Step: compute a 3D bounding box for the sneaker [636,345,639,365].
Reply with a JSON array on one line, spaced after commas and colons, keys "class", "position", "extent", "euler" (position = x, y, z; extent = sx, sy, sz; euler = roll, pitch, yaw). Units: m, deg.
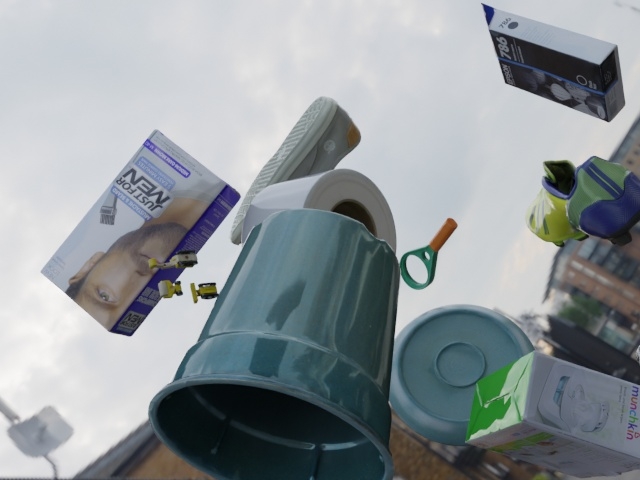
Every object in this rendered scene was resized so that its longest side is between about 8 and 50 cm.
[{"class": "sneaker", "position": [0.804, 0.306, 1.938], "extent": [0.071, 0.170, 0.068], "euler": [-8, -44, -5]}]

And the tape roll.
[{"class": "tape roll", "position": [0.000, 0.000, 1.526], "extent": [0.246, 0.169, 0.246], "euler": [7, -101, -43]}]

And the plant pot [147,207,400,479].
[{"class": "plant pot", "position": [-0.031, 0.155, 1.213], "extent": [0.341, 0.341, 0.334], "euler": [93, -169, -52]}]

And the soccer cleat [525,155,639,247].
[{"class": "soccer cleat", "position": [0.314, -0.058, 1.037], "extent": [0.093, 0.121, 0.289], "euler": [-44, 3, -3]}]

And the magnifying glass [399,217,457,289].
[{"class": "magnifying glass", "position": [0.241, 0.029, 1.846], "extent": [0.026, 0.092, 0.231], "euler": [-24, -23, -38]}]

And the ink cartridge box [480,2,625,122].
[{"class": "ink cartridge box", "position": [0.449, -0.362, 1.676], "extent": [0.065, 0.332, 0.165], "euler": [-46, -42, -11]}]

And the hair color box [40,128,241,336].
[{"class": "hair color box", "position": [-0.328, -0.013, 1.531], "extent": [0.339, 0.185, 0.110], "euler": [-53, -15, -2]}]

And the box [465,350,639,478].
[{"class": "box", "position": [0.403, 0.306, 1.403], "extent": [0.262, 0.231, 0.127], "euler": [115, 171, -67]}]

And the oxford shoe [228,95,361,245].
[{"class": "oxford shoe", "position": [-0.064, -0.122, 1.802], "extent": [0.449, 0.130, 0.169], "euler": [-46, 24, 37]}]

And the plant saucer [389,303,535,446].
[{"class": "plant saucer", "position": [0.283, 0.258, 1.683], "extent": [0.318, 0.317, 0.044], "euler": [-49, -30, -22]}]

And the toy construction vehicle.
[{"class": "toy construction vehicle", "position": [-0.220, 0.062, 1.324], "extent": [0.098, 0.086, 0.035], "euler": [-6, -22, -35]}]
